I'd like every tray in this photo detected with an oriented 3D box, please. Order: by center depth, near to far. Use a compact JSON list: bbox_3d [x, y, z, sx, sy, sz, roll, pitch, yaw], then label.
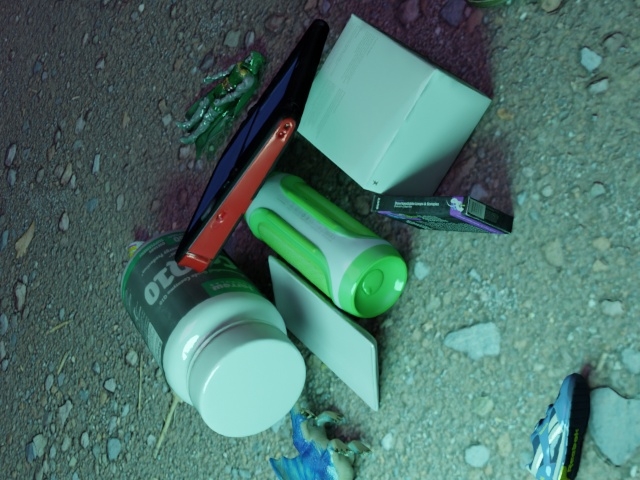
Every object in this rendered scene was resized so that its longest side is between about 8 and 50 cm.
[{"bbox_3d":[0.010,0.134,1.272,0.270,0.030,0.145,38,147,42],"label":"tray"}]

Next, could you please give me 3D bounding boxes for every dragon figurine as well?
[{"bbox_3d":[-0.016,0.334,1.244,0.289,0.085,0.144,40,107,40],"label":"dragon figurine"}]

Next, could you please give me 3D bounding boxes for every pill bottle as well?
[{"bbox_3d":[-0.179,0.141,1.330,0.361,0.204,0.204,41,108,50],"label":"pill bottle"},{"bbox_3d":[-0.367,0.046,1.674,0.043,0.043,0.083,-26,63,36],"label":"pill bottle"}]

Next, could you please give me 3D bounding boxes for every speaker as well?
[{"bbox_3d":[0.000,0.000,1.285,0.296,0.131,0.131,38,106,42],"label":"speaker"}]

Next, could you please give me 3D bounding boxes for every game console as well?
[{"bbox_3d":[-0.106,-0.156,1.312,0.342,0.060,0.387,-55,14,34],"label":"game console"}]

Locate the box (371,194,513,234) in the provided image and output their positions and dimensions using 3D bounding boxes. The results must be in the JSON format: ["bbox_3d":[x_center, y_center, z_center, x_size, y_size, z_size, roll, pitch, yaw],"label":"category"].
[{"bbox_3d":[0.169,-0.037,1.144,0.162,0.116,0.029,2,79,43],"label":"box"}]

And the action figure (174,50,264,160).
[{"bbox_3d":[-0.189,-0.279,1.582,0.232,0.063,0.137,-42,51,23],"label":"action figure"}]

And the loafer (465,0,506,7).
[{"bbox_3d":[0.263,-0.375,1.186,0.148,0.050,0.056,4,82,43],"label":"loafer"}]

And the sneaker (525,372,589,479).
[{"bbox_3d":[0.289,0.231,1.009,0.059,0.053,0.144,12,87,46],"label":"sneaker"}]

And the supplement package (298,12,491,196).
[{"bbox_3d":[0.101,-0.191,1.222,0.203,0.149,0.194,45,111,40],"label":"supplement package"}]
